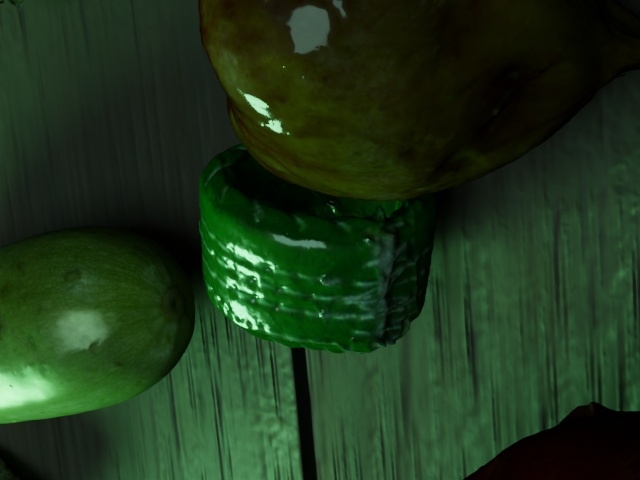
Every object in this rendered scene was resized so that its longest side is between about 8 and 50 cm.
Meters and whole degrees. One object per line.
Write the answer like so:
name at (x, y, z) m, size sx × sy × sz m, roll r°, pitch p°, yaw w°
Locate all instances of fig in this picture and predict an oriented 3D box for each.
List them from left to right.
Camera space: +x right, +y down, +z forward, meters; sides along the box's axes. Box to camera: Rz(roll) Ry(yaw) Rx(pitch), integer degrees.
fig at (0.080, -0.079, 0.588) m, size 0.290 × 0.190 × 0.191 m, roll 30°, pitch 118°, yaw 2°

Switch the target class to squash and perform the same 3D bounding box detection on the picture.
squash at (-0.234, 0.070, 0.835) m, size 0.370 × 0.118 × 0.118 m, roll -14°, pitch 97°, yaw 35°

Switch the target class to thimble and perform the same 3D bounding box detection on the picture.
thimble at (0.000, 0.000, 0.677) m, size 0.130 × 0.118 × 0.090 m, roll 34°, pitch 132°, yaw 38°

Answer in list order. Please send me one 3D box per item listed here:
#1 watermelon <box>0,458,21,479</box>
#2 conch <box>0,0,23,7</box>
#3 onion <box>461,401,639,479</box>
watermelon at (-0.260, 0.216, 0.921) m, size 0.139 × 0.071 × 0.187 m, roll -15°, pitch 89°, yaw 25°
conch at (-0.175, -0.193, 0.744) m, size 0.089 × 0.074 × 0.121 m, roll 46°, pitch 117°, yaw 22°
onion at (0.152, 0.231, 0.552) m, size 0.341 × 0.341 × 0.341 m, roll 9°, pitch 108°, yaw 27°
